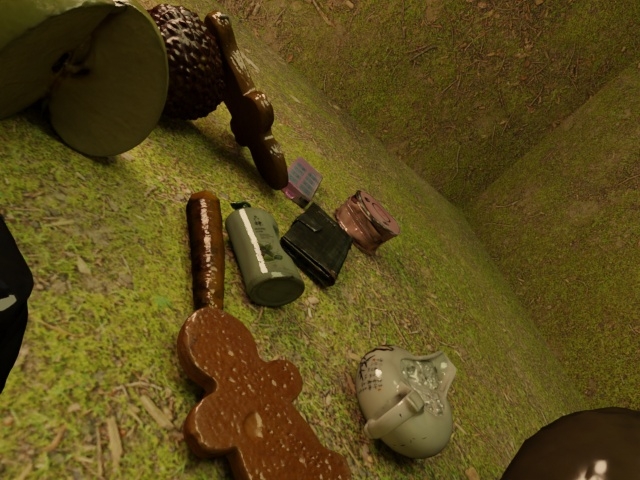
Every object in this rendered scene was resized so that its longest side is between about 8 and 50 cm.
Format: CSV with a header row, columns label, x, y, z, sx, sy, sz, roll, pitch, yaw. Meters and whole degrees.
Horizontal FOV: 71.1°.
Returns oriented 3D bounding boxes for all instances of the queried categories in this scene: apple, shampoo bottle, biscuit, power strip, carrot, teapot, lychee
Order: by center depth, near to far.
label,x,y,z,sx,sy,sz,roll,pitch,yaw
biscuit,-0.086,0.232,0.590,0.324,0.049,0.205,55,30,9
apple,-0.395,-0.291,0.687,0.295,0.258,0.233,6,44,-57
carrot,-0.195,0.023,0.758,0.066,0.066,0.314,28,30,-35
teapot,0.157,0.286,0.804,0.208,0.166,0.300,63,16,10
shampoo bottle,-0.119,0.010,0.872,0.118,0.087,0.234,18,35,-44
lychee,-0.331,-0.389,1.000,0.271,0.236,0.235,35,23,-50
biscuit,-0.180,-0.333,1.144,0.431,0.064,0.283,63,-20,-8
power strip,-0.059,-0.183,1.360,0.109,0.037,0.279,41,23,-9

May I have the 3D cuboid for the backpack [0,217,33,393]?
label,x,y,z,sx,sy,sz,roll,pitch,yaw
backpack,-0.407,-0.001,0.209,0.363,0.254,0.446,46,25,17

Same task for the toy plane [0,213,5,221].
label,x,y,z,sx,sy,sz,roll,pitch,yaw
toy plane,-0.415,-0.037,0.520,0.083,0.031,0.078,29,28,-34

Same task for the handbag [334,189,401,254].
label,x,y,z,sx,sy,sz,roll,pitch,yaw
handbag,0.145,-0.059,1.398,0.179,0.116,0.205,6,45,-55

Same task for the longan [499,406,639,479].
label,x,y,z,sx,sy,sz,roll,pitch,yaw
longan,0.414,0.470,0.613,0.404,0.404,0.435,30,50,-33

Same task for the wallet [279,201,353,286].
label,x,y,z,sx,sy,sz,roll,pitch,yaw
wallet,0.001,-0.001,1.147,0.169,0.044,0.317,43,22,-3
